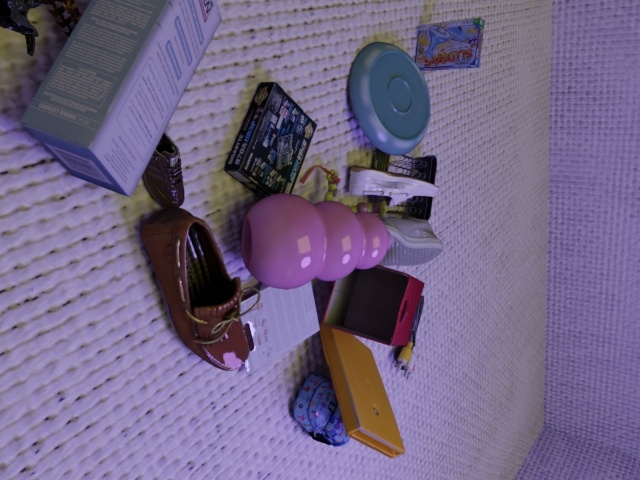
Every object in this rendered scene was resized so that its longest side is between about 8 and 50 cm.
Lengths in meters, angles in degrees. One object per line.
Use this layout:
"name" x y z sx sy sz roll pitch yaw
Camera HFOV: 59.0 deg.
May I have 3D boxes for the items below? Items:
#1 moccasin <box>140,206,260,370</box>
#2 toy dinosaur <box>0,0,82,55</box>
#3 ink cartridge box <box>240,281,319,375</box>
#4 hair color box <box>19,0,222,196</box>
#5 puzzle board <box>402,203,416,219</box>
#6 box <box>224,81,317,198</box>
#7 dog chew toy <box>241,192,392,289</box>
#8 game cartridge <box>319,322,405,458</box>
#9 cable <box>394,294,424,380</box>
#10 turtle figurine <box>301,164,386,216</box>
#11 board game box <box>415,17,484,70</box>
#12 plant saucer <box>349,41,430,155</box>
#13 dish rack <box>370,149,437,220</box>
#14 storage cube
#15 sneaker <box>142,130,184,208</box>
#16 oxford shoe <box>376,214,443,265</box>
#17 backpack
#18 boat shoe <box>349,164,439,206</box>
"moccasin" -0.212 0.108 1.101 0.139 0.146 0.380 -39 129 -42
"toy dinosaur" -0.414 -0.369 0.752 0.322 0.164 0.219 32 56 -37
"ink cartridge box" -0.112 0.178 1.340 0.232 0.066 0.189 -25 118 -32
"hair color box" -0.291 -0.280 0.888 0.185 0.113 0.375 95 17 -73
"puzzle board" 0.304 -0.060 1.855 0.096 0.011 0.128 -59 137 -25
"box" -0.104 -0.211 1.257 0.175 0.051 0.220 36 69 -50
"dog chew toy" 0.000 0.000 1.239 0.331 0.206 0.207 -1 100 -20
"game cartridge" 0.105 0.390 1.504 0.285 0.052 0.324 45 19 -46
"cable" 0.319 0.331 1.906 0.287 0.072 0.139 -63 145 -22
"turtle figurine" 0.046 -0.045 1.396 0.087 0.217 0.270 108 -10 -70
"board game box" 0.383 -0.582 1.692 0.035 0.201 0.136 0 97 -52
"plant saucer" 0.209 -0.396 1.565 0.317 0.043 0.318 4 84 -40
"dish rack" 0.248 -0.169 1.705 0.271 0.074 0.208 3 93 -50
"storage cube" 0.143 0.160 1.475 0.193 0.214 0.184 25 80 -66
"sneaker" -0.284 -0.136 1.022 0.066 0.071 0.189 -46 130 -37
"oxford shoe" 0.184 -0.012 1.623 0.449 0.169 0.130 5 56 -45
"backpack" 0.015 0.441 1.497 0.158 0.116 0.173 -58 134 -29
"boat shoe" 0.201 -0.142 1.583 0.276 0.098 0.096 8 100 -21
